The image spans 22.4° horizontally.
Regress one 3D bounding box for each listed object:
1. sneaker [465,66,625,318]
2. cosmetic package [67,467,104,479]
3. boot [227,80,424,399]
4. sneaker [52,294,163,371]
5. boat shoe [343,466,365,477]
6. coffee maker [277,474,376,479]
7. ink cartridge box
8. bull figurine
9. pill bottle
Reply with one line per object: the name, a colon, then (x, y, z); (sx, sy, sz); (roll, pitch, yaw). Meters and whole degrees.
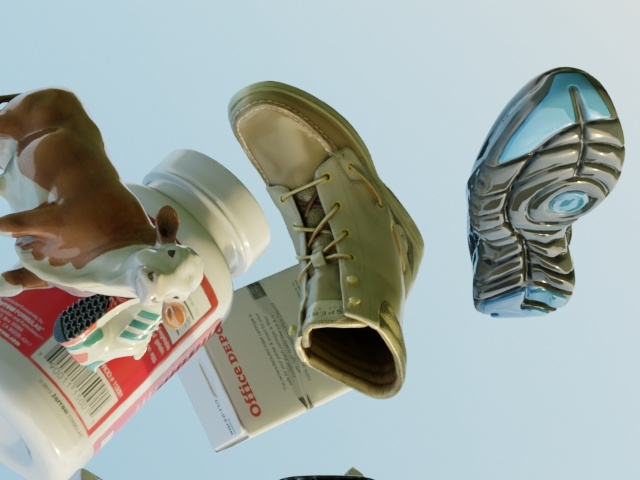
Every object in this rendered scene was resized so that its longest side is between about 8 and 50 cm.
sneaker: (0.175, -0.060, 1.414); (0.125, 0.341, 0.140); (-3, -119, -6)
cosmetic package: (-0.143, 0.343, 1.321); (0.224, 0.138, 0.225); (36, -163, -27)
boot: (0.000, 0.000, 1.446); (0.262, 0.095, 0.203); (51, -151, -29)
sneaker: (-0.181, 0.074, 1.606); (0.075, 0.161, 0.057); (61, 178, -40)
boat shoe: (0.018, 0.387, 1.994); (0.084, 0.258, 0.095); (32, -142, 13)
coffee maker: (0.026, 0.349, 1.735); (0.171, 0.120, 0.178); (11, -114, -16)
ink cartridge box: (-0.064, 0.157, 2.301); (0.273, 0.114, 0.197); (-21, -98, -36)
bull figurine: (-0.226, -0.025, 1.361); (0.188, 0.101, 0.310); (-8, -140, -24)
pill bottle: (-0.253, 0.079, 1.932); (0.229, 0.229, 0.408); (46, -117, -2)
